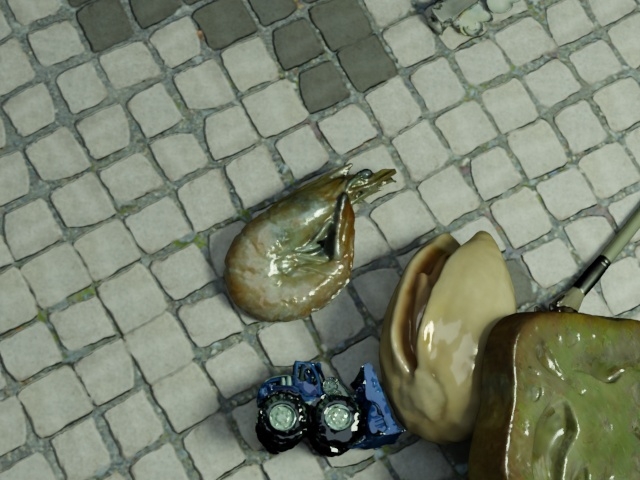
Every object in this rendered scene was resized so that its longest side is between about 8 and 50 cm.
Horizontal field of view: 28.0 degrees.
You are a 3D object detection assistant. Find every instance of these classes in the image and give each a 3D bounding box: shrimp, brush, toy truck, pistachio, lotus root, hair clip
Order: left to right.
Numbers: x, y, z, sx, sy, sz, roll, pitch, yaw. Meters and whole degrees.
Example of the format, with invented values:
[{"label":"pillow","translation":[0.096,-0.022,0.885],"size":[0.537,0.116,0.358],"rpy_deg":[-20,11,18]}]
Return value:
[{"label":"shrimp","translation":[0.000,0.000,1.905],"size":[0.317,0.077,0.168],"rpy_deg":[-35,89,-11]},{"label":"toy truck","translation":[0.013,0.236,1.806],"size":[0.208,0.113,0.126],"rpy_deg":[6,71,-5]},{"label":"pistachio","translation":[0.191,0.132,1.826],"size":[0.193,0.214,0.318],"rpy_deg":[-4,58,37]},{"label":"hair clip","translation":[0.244,-0.394,2.062],"size":[0.172,0.049,0.116],"rpy_deg":[-39,85,-18]},{"label":"lotus root","translation":[0.350,0.256,1.752],"size":[0.390,0.111,0.375],"rpy_deg":[-47,108,-29]},{"label":"brush","translation":[0.439,0.019,1.958],"size":[0.042,0.039,0.299],"rpy_deg":[39,72,8]}]

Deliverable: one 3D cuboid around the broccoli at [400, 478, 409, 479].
[{"label":"broccoli","translation":[0.127,0.491,1.713],"size":[0.254,0.186,0.302],"rpy_deg":[35,67,-37]}]
